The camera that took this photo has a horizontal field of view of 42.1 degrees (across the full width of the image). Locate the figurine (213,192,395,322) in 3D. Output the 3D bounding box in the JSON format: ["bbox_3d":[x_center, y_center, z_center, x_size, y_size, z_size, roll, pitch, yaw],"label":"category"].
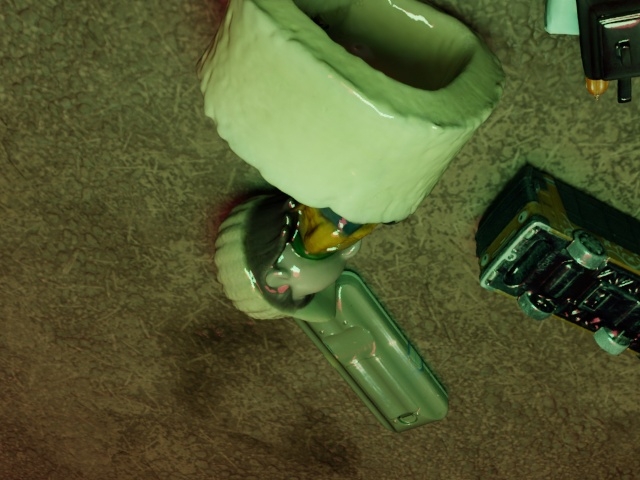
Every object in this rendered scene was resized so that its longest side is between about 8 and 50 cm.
[{"bbox_3d":[-0.020,-0.022,1.101,0.204,0.185,0.332,31,135,1],"label":"figurine"}]

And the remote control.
[{"bbox_3d":[0.082,0.192,1.343,0.128,0.066,0.335,-23,121,26],"label":"remote control"}]

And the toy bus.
[{"bbox_3d":[0.351,0.028,1.117,0.275,0.167,0.138,23,127,-15],"label":"toy bus"}]

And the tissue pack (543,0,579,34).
[{"bbox_3d":[0.341,-0.350,0.875,0.177,0.089,0.263,4,130,8],"label":"tissue pack"}]

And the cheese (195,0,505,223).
[{"bbox_3d":[0.041,-0.183,0.916,0.292,0.332,0.153,41,126,10],"label":"cheese"}]

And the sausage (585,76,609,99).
[{"bbox_3d":[0.336,-0.220,1.011,0.031,0.031,0.107,-7,125,13],"label":"sausage"}]

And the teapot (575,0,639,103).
[{"bbox_3d":[0.315,-0.217,0.869,0.087,0.096,0.177,-5,133,17],"label":"teapot"}]
